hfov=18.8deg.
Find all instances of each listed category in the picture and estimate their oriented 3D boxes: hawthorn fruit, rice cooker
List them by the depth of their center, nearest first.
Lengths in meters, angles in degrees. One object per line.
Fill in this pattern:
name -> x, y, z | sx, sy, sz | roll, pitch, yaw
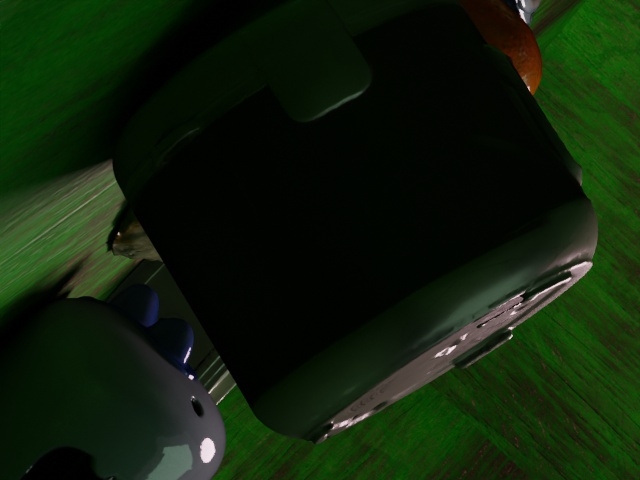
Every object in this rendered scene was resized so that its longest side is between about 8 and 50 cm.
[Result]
rice cooker -> 0.024, -0.044, 1.527 | 0.335, 0.325, 0.335 | -31, 170, -6
hawthorn fruit -> 0.167, -0.208, 2.261 | 0.189, 0.189, 0.189 | -46, 175, -6

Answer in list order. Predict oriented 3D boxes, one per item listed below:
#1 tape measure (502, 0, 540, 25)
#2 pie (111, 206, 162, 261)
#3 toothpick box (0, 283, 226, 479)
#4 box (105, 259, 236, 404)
tape measure -> 0.198, -0.318, 2.446 | 0.179, 0.104, 0.107 | -11, -135, 35
pie -> -0.090, -0.055, 1.865 | 0.257, 0.105, 0.274 | -29, 166, -21
toothpick box -> -0.249, 0.202, 1.798 | 0.355, 0.263, 0.263 | -48, 175, 1
box -> -0.150, 0.100, 2.162 | 0.226, 0.149, 0.226 | -47, 174, -6
